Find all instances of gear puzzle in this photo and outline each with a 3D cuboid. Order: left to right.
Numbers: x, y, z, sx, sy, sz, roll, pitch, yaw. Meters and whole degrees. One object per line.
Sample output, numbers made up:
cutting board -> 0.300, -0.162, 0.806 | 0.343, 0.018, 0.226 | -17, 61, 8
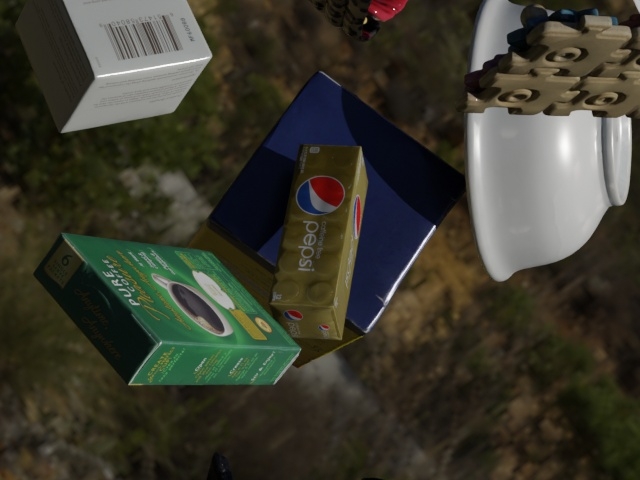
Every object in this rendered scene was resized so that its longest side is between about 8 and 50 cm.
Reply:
gear puzzle -> 0.288, -0.149, 1.301 | 0.175, 0.339, 0.044 | 137, -50, -62

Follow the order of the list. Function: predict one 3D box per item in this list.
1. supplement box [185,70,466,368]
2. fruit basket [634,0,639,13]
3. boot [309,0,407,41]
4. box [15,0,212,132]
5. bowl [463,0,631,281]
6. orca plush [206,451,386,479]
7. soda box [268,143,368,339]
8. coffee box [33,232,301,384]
supplement box -> -0.014, -0.008, 1.722 | 0.195, 0.194, 0.356 | 36, -15, -4
fruit basket -> 0.403, -0.352, 1.698 | 0.165, 0.327, 0.353 | -5, -48, 47
boot -> -0.036, -0.303, 1.501 | 0.284, 0.138, 0.377 | 36, -3, 4
box -> -0.155, -0.148, 1.196 | 0.087, 0.101, 0.102 | -47, -117, 53
bowl -> 0.241, -0.105, 1.639 | 0.134, 0.298, 0.298 | 0, -43, 18
orca plush -> -0.001, 0.270, 1.592 | 0.287, 0.151, 0.102 | 25, -24, 31
soda box -> 0.000, 0.000, 1.471 | 0.058, 0.061, 0.181 | 76, 19, -54
coffee box -> -0.102, 0.050, 1.107 | 0.113, 0.040, 0.184 | 45, 17, 23
